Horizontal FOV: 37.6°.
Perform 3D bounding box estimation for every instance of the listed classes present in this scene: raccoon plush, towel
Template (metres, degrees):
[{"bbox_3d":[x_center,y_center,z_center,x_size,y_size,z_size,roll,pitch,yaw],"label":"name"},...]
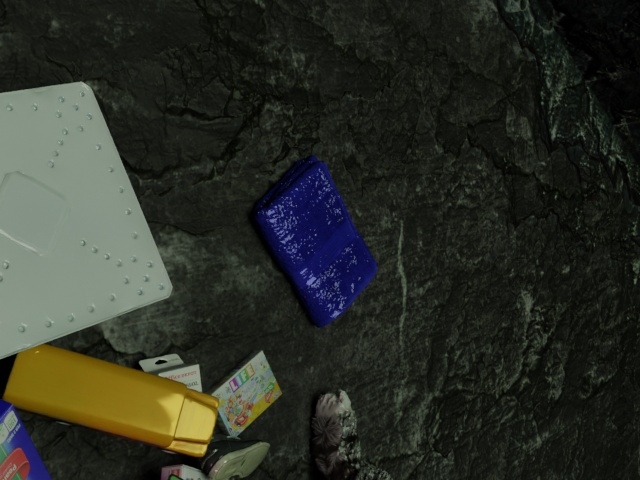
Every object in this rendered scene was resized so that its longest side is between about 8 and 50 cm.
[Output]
[{"bbox_3d":[0.149,0.539,1.994,0.299,0.216,0.447,11,78,-53],"label":"raccoon plush"},{"bbox_3d":[0.000,0.000,1.970,0.228,0.076,0.308,-51,121,-37],"label":"towel"}]

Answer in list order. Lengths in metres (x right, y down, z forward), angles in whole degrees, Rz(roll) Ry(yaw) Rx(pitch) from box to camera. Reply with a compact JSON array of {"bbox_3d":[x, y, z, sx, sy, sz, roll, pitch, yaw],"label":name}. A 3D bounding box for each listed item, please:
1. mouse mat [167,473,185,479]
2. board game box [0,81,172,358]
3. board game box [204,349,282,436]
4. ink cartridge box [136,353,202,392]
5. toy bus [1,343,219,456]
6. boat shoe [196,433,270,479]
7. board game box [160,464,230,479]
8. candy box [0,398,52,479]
[{"bbox_3d":[-0.213,0.494,1.588,0.190,0.007,0.153,49,37,-47],"label":"mouse mat"},{"bbox_3d":[-0.459,-0.036,1.450,0.389,0.050,0.390,-20,86,-45],"label":"board game box"},{"bbox_3d":[-0.149,0.298,1.820,0.154,0.026,0.104,-39,113,-41],"label":"board game box"},{"bbox_3d":[-0.269,0.276,1.651,0.092,0.089,0.143,-8,93,-46],"label":"ink cartridge box"},{"bbox_3d":[-0.326,0.255,1.497,0.332,0.130,0.108,18,72,-13],"label":"toy bus"},{"bbox_3d":[-0.160,0.390,1.737,0.084,0.079,0.233,-56,158,4],"label":"boat shoe"},{"bbox_3d":[-0.211,0.561,1.630,0.193,0.053,0.305,41,43,-53],"label":"board game box"},{"bbox_3d":[-0.493,0.405,1.284,0.317,0.122,0.268,83,29,-43],"label":"candy box"}]
